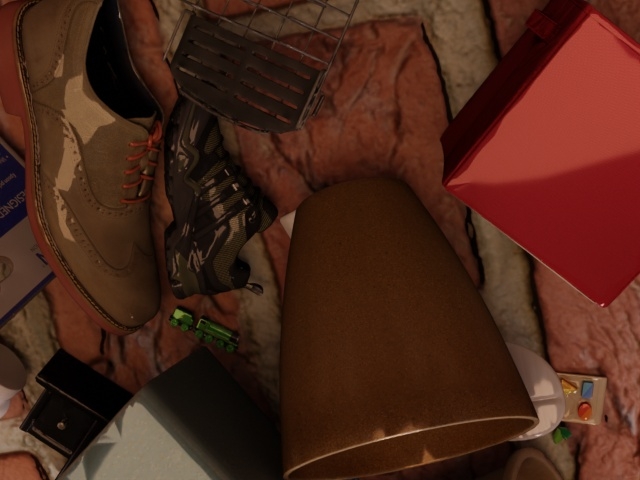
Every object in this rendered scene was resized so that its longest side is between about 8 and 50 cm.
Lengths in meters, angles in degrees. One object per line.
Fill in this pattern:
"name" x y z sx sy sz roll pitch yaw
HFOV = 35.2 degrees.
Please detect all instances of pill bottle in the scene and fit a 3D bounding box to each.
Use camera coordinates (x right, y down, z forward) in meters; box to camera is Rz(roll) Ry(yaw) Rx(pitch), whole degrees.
"pill bottle" -0.401 0.181 1.113 0.152 0.086 0.086 -38 101 15

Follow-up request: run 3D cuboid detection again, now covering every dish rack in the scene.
"dish rack" -0.048 -0.238 0.896 0.208 0.074 0.271 30 101 35

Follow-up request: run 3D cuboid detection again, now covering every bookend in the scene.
"bookend" -0.274 0.233 1.125 0.157 0.072 0.156 35 107 -5

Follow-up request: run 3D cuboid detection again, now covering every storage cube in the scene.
"storage cube" 0.237 -0.092 0.919 0.215 0.183 0.193 36 109 -7

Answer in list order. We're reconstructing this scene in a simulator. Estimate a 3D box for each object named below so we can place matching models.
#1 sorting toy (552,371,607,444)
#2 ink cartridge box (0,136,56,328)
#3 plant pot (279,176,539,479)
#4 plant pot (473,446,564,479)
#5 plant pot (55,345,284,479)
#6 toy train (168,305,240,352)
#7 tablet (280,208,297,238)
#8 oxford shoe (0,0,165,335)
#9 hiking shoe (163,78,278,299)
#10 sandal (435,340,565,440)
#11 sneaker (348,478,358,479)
"sorting toy" 0.275 0.184 1.091 0.062 0.012 0.083 4 107 4
"ink cartridge box" -0.409 -0.026 0.940 0.072 0.303 0.307 -34 102 37
"plant pot" 0.057 0.077 0.955 0.237 0.237 0.254 -16 71 10
"plant pot" 0.117 0.413 1.041 0.305 0.334 0.334 -20 105 22
"plant pot" -0.122 0.285 0.942 0.252 0.248 0.247 42 96 2
"toy train" -0.125 0.096 1.098 0.083 0.017 0.023 25 97 -3
"tablet" 0.000 0.000 1.062 0.054 0.006 0.083 -28 103 13
"oxford shoe" -0.209 -0.071 0.983 0.130 0.123 0.348 -8 108 25
"hiking shoe" -0.101 -0.051 1.026 0.114 0.086 0.227 0 110 -13
"sandal" 0.132 0.159 1.070 0.265 0.076 0.102 -7 85 28
"sneaker" -0.057 0.284 1.125 0.209 0.069 0.082 -21 108 11
